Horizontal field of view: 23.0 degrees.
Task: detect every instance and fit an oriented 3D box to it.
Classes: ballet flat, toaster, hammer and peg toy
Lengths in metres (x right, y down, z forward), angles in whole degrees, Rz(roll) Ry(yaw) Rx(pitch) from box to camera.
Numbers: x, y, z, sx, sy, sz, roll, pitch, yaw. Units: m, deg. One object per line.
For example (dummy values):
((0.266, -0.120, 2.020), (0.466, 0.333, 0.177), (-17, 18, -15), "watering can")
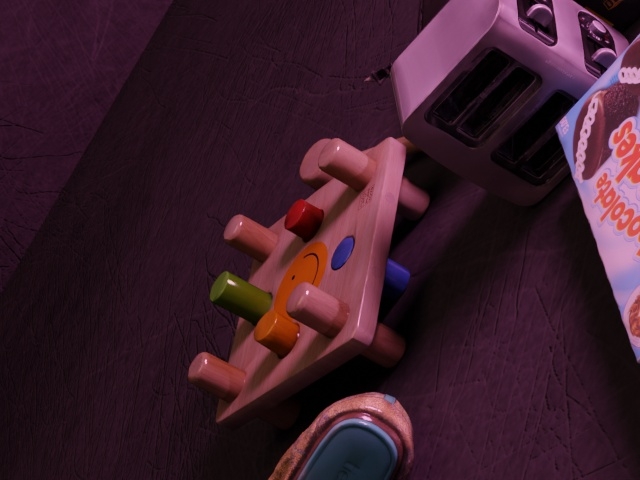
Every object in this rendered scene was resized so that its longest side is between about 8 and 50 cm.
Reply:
((-0.030, 0.275, 1.414), (0.348, 0.123, 0.123), (-55, 23, 15), "ballet flat")
((0.163, -0.138, 1.404), (0.185, 0.168, 0.110), (-46, 27, 30), "toaster")
((0.000, 0.000, 1.635), (0.266, 0.127, 0.361), (-35, 33, 46), "hammer and peg toy")

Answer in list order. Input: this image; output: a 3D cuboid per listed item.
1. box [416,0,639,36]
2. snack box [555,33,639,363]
((0.220, -0.265, 1.561), (0.322, 0.079, 0.257), (-40, 31, 39), "box")
((0.285, -0.056, 1.190), (0.187, 0.060, 0.322), (-49, 25, 26), "snack box")
